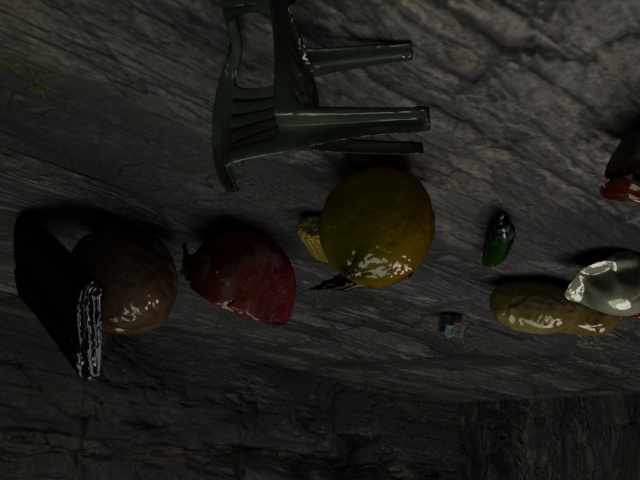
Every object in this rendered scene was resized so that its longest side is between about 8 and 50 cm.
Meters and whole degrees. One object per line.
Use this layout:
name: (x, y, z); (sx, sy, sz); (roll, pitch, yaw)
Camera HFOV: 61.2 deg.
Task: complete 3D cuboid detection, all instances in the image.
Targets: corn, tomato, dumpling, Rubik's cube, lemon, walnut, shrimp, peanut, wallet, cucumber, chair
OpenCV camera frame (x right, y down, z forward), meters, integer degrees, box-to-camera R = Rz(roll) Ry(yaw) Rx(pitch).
corn: (0.000, 0.000, 1.173); (0.085, 0.063, 0.165); (-7, 158, 5)
tomato: (-0.161, 0.065, 1.240); (0.308, 0.170, 0.309); (26, -173, -3)
dumpling: (0.659, 0.087, 1.184); (0.228, 0.124, 0.151); (2, 122, -6)
Rubik's cube: (0.418, 0.268, 1.696); (0.084, 0.075, 0.073); (-1, 177, -21)
lemon: (0.093, -0.024, 0.906); (0.192, 0.231, 0.192); (22, 139, 20)
walnut: (-0.456, 0.097, 1.266); (0.273, 0.273, 0.227); (-19, -171, 45)
shrimp: (0.099, 0.077, 1.341); (0.262, 0.066, 0.117); (-6, 144, -8)
peanut: (0.587, 0.175, 1.356); (0.318, 0.148, 0.147); (8, 157, 1)
wallet: (-0.576, 0.110, 1.172); (0.062, 0.229, 0.406); (-8, -154, -42)
cucumber: (0.365, 0.004, 1.108); (0.056, 0.056, 0.250); (1, 159, 12)
chair: (-0.023, -0.166, 0.616); (0.274, 0.204, 0.190); (-3, 168, 8)

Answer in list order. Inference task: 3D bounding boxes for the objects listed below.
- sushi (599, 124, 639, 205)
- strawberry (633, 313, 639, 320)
sushi: (0.530, -0.126, 0.683); (0.332, 0.130, 0.124); (-5, 161, 37)
strawberry: (0.886, 0.175, 1.325); (0.286, 0.106, 0.188); (-3, 154, 21)
